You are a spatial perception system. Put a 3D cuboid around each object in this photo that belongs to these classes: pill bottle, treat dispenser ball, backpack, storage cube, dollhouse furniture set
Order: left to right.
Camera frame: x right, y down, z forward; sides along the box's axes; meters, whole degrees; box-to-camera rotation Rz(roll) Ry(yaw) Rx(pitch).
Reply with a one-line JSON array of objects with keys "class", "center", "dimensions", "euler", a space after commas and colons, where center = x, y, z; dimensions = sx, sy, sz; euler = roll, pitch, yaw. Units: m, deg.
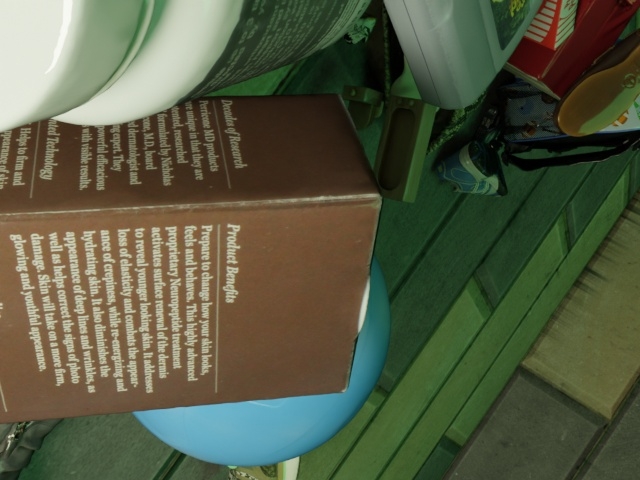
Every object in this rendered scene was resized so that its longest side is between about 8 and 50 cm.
[{"class": "pill bottle", "center": [-0.104, -0.185, 0.499], "dimensions": [0.361, 0.204, 0.204], "euler": [-43, 154, -60]}, {"class": "treat dispenser ball", "center": [-0.074, 0.080, 0.828], "dimensions": [0.288, 0.288, 0.288], "euler": [-40, 148, -31]}, {"class": "dollhouse furniture set", "center": [0.020, -0.104, 0.919], "dimensions": [0.123, 0.151, 0.144], "euler": [4, 101, -50]}, {"class": "storage cube", "center": [0.300, -0.321, 1.109], "dimensions": [0.193, 0.215, 0.184], "euler": [-58, 154, 14]}, {"class": "backpack", "center": [0.456, -0.235, 1.390], "dimensions": [0.277, 0.264, 0.213], "euler": [-19, 111, -53]}]

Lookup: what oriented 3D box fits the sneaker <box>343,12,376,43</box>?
[{"class": "sneaker", "center": [0.036, -0.243, 0.944], "dimensions": [0.083, 0.032, 0.036], "euler": [-15, 131, -52]}]

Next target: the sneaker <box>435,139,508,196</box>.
[{"class": "sneaker", "center": [0.266, -0.118, 1.417], "dimensions": [0.081, 0.080, 0.211], "euler": [-20, 159, 25]}]

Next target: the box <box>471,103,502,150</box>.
[{"class": "box", "center": [0.299, -0.198, 1.445], "dimensions": [0.067, 0.018, 0.083], "euler": [-8, 126, -57]}]

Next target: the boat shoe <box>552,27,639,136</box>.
[{"class": "boat shoe", "center": [0.392, -0.214, 1.093], "dimensions": [0.207, 0.073, 0.073], "euler": [-38, -163, 1]}]

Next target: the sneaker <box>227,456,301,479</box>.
[{"class": "sneaker", "center": [-0.121, 0.241, 1.148], "dimensions": [0.182, 0.158, 0.410], "euler": [-2, 129, -22]}]

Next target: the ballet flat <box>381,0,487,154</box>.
[{"class": "ballet flat", "center": [0.130, -0.270, 0.911], "dimensions": [0.482, 0.164, 0.182], "euler": [83, 27, -55]}]

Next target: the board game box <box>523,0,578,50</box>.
[{"class": "board game box", "center": [0.215, -0.328, 0.971], "dimensions": [0.045, 0.194, 0.146], "euler": [-45, 150, -23]}]

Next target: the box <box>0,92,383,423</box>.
[{"class": "box", "center": [-0.165, 0.012, 0.559], "dimensions": [0.382, 0.143, 0.191], "euler": [-1, 131, -11]}]

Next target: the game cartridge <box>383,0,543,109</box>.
[{"class": "game cartridge", "center": [0.160, -0.274, 0.739], "dimensions": [0.294, 0.060, 0.196], "euler": [-59, 152, -16]}]

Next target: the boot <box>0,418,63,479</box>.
[{"class": "boot", "center": [-0.374, 0.217, 0.699], "dimensions": [0.222, 0.118, 0.338], "euler": [-64, 163, 7]}]
